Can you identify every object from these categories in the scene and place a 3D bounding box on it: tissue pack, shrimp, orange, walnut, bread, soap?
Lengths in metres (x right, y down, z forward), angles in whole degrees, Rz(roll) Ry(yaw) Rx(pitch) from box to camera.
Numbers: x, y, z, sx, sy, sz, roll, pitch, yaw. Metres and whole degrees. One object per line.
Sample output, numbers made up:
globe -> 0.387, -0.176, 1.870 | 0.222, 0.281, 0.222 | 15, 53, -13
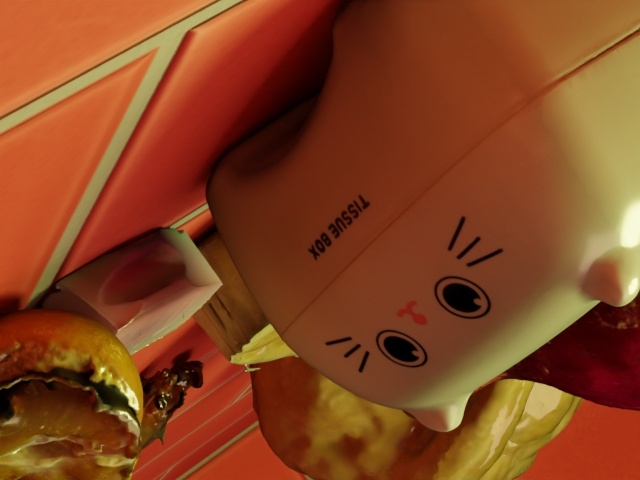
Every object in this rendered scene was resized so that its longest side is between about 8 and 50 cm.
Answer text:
tissue pack -> 0.097, -0.038, 1.065 | 0.229, 0.236, 0.333 | -33, 173, -37
shrimp -> -0.180, 0.181, 1.867 | 0.150, 0.068, 0.248 | -48, -178, -19
orange -> -0.179, 0.102, 1.075 | 0.170, 0.112, 0.160 | -8, 149, 31
walnut -> 0.115, 0.115, 1.782 | 0.383, 0.384, 0.383 | -37, 173, -5
bread -> -0.002, 0.000, 1.354 | 0.210, 0.110, 0.192 | -41, 166, 23
soap -> -0.136, 0.044, 1.177 | 0.100, 0.056, 0.149 | -46, 170, 36

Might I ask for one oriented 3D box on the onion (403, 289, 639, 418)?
onion -> 0.220, 0.026, 1.460 | 0.385, 0.348, 0.348 | -39, 173, -2
